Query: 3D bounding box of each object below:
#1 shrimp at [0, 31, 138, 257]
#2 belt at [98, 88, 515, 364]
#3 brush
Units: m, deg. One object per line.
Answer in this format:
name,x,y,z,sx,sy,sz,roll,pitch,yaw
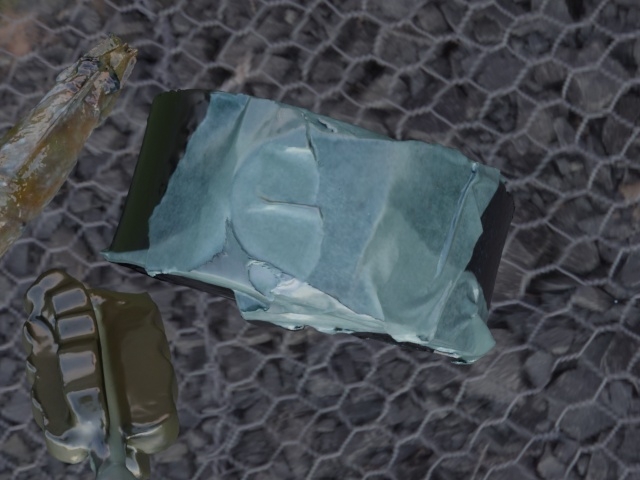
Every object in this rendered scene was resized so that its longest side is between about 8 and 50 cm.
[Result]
shrimp,-0.191,-0.040,0.751,0.047,0.126,0.223,35,75,-4
belt,0.000,0.000,0.452,0.151,0.198,0.078,14,84,15
brush,-0.108,0.122,0.596,0.071,0.084,0.301,-54,32,22
